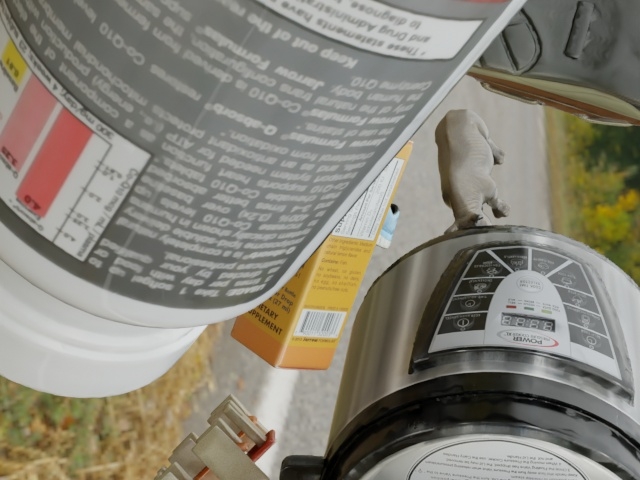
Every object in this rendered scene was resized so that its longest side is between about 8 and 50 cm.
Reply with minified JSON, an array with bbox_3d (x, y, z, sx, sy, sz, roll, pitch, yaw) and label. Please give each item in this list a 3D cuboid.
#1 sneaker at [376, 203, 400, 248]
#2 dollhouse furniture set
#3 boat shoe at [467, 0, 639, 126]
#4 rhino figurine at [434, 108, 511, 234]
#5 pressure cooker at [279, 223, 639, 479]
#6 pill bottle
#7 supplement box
[{"bbox_3d":[0.055,-0.044,1.635,0.162,0.063,0.073,21,99,-57],"label":"sneaker"},{"bbox_3d":[-0.150,0.332,1.503,0.135,0.259,0.262,45,0,-1],"label":"dollhouse furniture set"},{"bbox_3d":[0.160,-0.165,0.979,0.120,0.324,0.123,116,-4,-80],"label":"boat shoe"},{"bbox_3d":[0.190,-0.066,1.524,0.106,0.073,0.243,44,35,-42],"label":"rhino figurine"},{"bbox_3d":[0.190,0.231,1.245,0.375,0.370,0.420,43,32,-18],"label":"pressure cooker"},{"bbox_3d":[-0.059,-0.089,0.570,0.210,0.363,0.210,22,42,-21],"label":"pill bottle"},{"bbox_3d":[0.000,0.000,1.110,0.080,0.078,0.233,11,105,-46],"label":"supplement box"}]
